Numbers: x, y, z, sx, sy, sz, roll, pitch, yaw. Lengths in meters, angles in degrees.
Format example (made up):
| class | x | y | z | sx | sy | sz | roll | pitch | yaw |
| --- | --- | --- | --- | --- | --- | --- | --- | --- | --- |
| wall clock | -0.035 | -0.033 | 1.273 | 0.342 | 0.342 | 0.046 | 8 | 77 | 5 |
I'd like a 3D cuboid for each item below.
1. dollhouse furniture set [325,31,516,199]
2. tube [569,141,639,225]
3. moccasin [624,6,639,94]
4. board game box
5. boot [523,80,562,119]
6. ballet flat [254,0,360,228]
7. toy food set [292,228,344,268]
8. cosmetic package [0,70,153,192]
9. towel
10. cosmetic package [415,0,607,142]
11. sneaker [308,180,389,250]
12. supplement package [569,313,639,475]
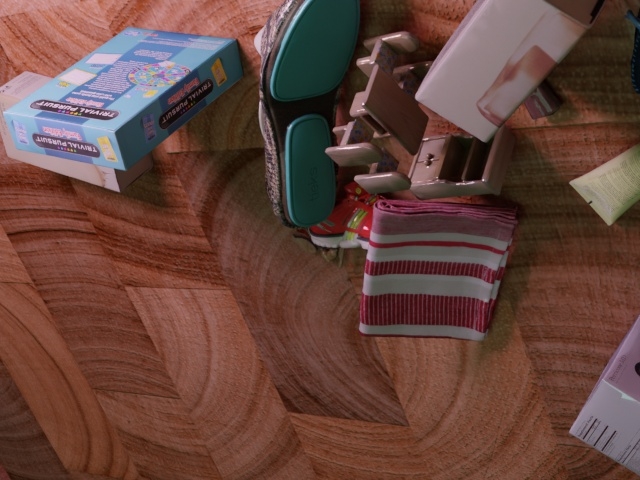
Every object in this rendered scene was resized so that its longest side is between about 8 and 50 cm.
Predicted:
| class | x | y | z | sx | sy | sz | roll | pitch | yaw |
| --- | --- | --- | --- | --- | --- | --- | --- | --- | --- |
| dollhouse furniture set | 0.162 | -0.172 | 1.761 | 0.161 | 0.212 | 0.242 | -4 | 147 | 42 |
| tube | 0.468 | -0.105 | 1.687 | 0.240 | 0.062 | 0.070 | -44 | 48 | 54 |
| moccasin | 0.461 | -0.312 | 1.464 | 0.138 | 0.117 | 0.342 | 25 | 136 | 20 |
| board game box | -0.333 | -0.253 | 1.981 | 0.254 | 0.336 | 0.079 | 12 | 131 | 31 |
| boot | 0.298 | -0.221 | 1.736 | 0.106 | 0.037 | 0.114 | -24 | 111 | 45 |
| ballet flat | -0.045 | -0.247 | 1.901 | 0.182 | 0.164 | 0.483 | 49 | 145 | 44 |
| toy food set | 0.000 | 0.000 | 2.173 | 0.122 | 0.019 | 0.078 | 32 | 138 | 24 |
| cosmetic package | -0.501 | -0.222 | 2.313 | 0.309 | 0.113 | 0.160 | 17 | 133 | 29 |
| towel | 0.193 | 0.061 | 1.960 | 0.237 | 0.037 | 0.329 | 3 | 136 | -3 |
| cosmetic package | 0.261 | -0.279 | 1.535 | 0.129 | 0.153 | 0.296 | 33 | 151 | -3 |
| sneaker | 0.084 | -0.049 | 2.005 | 0.279 | 0.107 | 0.118 | -2 | 108 | 35 |
| supplement package | 0.543 | 0.258 | 1.821 | 0.203 | 0.194 | 0.149 | 31 | 137 | 13 |
